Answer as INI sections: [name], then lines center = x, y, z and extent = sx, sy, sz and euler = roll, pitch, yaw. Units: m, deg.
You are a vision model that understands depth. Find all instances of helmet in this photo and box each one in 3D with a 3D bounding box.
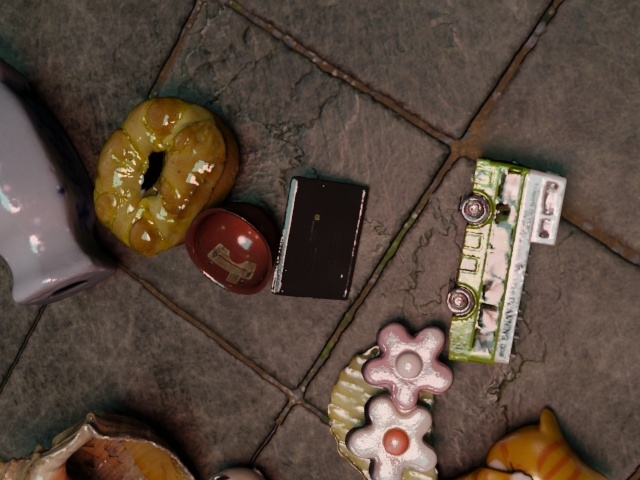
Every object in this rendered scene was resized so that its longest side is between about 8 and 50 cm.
[helmet]
center = -0.127, -0.009, 1.071
extent = 0.155, 0.106, 0.175
euler = 24, 137, 11

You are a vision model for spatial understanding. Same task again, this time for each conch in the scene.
[conch]
center = -0.386, 0.409, 1.164
extent = 0.297, 0.352, 0.210
euler = -59, 36, 24

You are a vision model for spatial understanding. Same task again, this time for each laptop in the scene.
[laptop]
center = 0.000, 0.000, 1.058
extent = 0.135, 0.016, 0.197
euler = 6, 100, -20

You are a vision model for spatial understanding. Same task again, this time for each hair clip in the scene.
[hair clip]
center = 0.126, 0.253, 1.026
extent = 0.146, 0.075, 0.257
euler = 13, 96, 18

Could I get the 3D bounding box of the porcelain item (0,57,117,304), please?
[porcelain item]
center = -0.508, -0.099, 1.114
extent = 0.178, 0.242, 0.405
euler = -27, 86, -2

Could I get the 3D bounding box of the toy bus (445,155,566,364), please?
[toy bus]
center = 0.265, 0.031, 0.979
extent = 0.139, 0.113, 0.301
euler = 10, 102, 14

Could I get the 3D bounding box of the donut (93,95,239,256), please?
[donut]
center = -0.255, -0.111, 1.090
extent = 0.208, 0.128, 0.261
euler = 47, 107, 15

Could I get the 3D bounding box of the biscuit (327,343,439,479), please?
[biscuit]
center = 0.103, 0.291, 1.089
extent = 0.187, 0.036, 0.273
euler = -1, 96, 16

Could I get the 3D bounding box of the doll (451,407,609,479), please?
[doll]
center = 0.278, 0.396, 0.987
extent = 0.269, 0.162, 0.166
euler = -44, 77, 18

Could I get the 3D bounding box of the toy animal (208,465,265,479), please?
[toy animal]
center = -0.158, 0.481, 1.123
extent = 0.138, 0.166, 0.179
euler = 35, 107, 42
